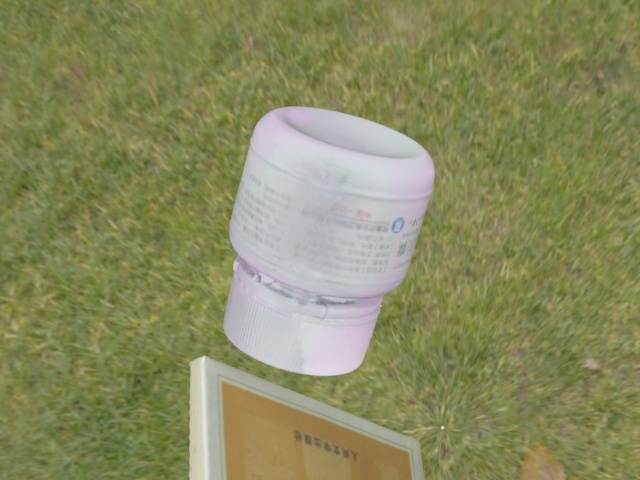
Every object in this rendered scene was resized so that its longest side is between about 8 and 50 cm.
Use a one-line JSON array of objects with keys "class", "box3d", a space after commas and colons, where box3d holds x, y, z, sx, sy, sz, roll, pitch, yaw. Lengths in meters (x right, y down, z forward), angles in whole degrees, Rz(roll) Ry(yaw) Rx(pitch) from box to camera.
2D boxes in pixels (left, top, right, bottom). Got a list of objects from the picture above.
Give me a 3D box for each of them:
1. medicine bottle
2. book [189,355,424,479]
[{"class": "medicine bottle", "box3d": [0.000, 0.000, 1.489, 0.241, 0.241, 0.302, 19, 109, 9]}, {"class": "book", "box3d": [0.006, 0.184, 0.522, 0.018, 0.170, 0.242, -29, 51, 32]}]
